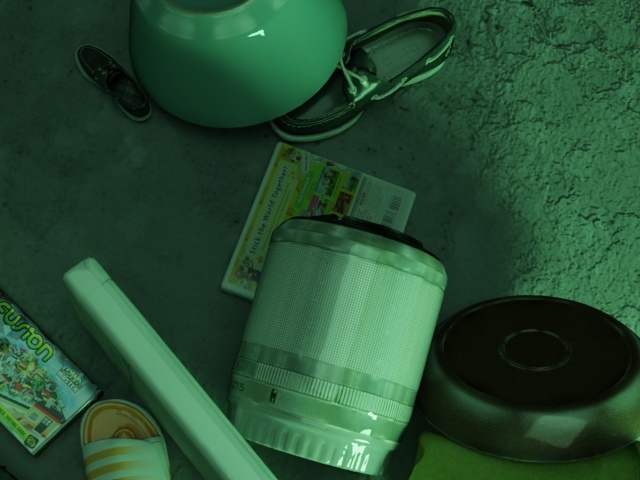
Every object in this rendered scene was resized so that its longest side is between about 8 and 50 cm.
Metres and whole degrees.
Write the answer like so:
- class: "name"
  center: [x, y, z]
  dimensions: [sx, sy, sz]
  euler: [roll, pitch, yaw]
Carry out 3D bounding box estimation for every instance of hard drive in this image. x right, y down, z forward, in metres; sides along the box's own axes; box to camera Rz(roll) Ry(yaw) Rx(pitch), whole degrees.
- class: "hard drive"
  center: [-0.161, 0.193, 1.111]
  dimensions: [0.047, 0.233, 0.353]
  euler: [-38, 81, -18]

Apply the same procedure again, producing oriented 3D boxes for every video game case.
- class: "video game case"
  center: [0.000, 0.000, 1.311]
  dimensions: [0.206, 0.026, 0.226]
  euler: [21, 71, -1]

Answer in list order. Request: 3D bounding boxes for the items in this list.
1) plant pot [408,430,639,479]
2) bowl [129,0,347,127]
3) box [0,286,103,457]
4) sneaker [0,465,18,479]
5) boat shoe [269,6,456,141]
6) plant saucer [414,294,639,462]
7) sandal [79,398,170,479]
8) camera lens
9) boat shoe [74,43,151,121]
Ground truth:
- class: "plant pot"
  center: [0.218, 0.338, 1.123]
  dimensions: [0.254, 0.276, 0.276]
  euler: [13, 70, 7]
- class: "bowl"
  center: [-0.127, -0.323, 1.290]
  dimensions: [0.312, 0.163, 0.311]
  euler: [-3, 66, 7]
- class: "box"
  center: [-0.382, 0.154, 1.196]
  dimensions: [0.207, 0.036, 0.114]
  euler: [43, 71, 7]
- class: "sneaker"
  center: [-0.404, 0.287, 1.116]
  dimensions: [0.287, 0.109, 0.130]
  euler: [10, 64, -7]
- class: "boat shoe"
  center: [0.059, -0.243, 1.365]
  dimensions: [0.303, 0.091, 0.114]
  euler: [-35, 80, -18]
- class: "plant saucer"
  center: [0.261, 0.149, 1.181]
  dimensions: [0.311, 0.050, 0.310]
  euler: [-3, 28, 2]
- class: "sandal"
  center: [-0.218, 0.312, 1.146]
  dimensions: [0.102, 0.076, 0.265]
  euler: [-13, 74, -13]
- class: "camera lens"
  center: [0.019, 0.118, 1.152]
  dimensions: [0.220, 0.219, 0.274]
  euler: [16, 82, -3]
- class: "boat shoe"
  center: [-0.285, -0.224, 1.335]
  dimensions: [0.142, 0.040, 0.049]
  euler: [44, 71, 7]
